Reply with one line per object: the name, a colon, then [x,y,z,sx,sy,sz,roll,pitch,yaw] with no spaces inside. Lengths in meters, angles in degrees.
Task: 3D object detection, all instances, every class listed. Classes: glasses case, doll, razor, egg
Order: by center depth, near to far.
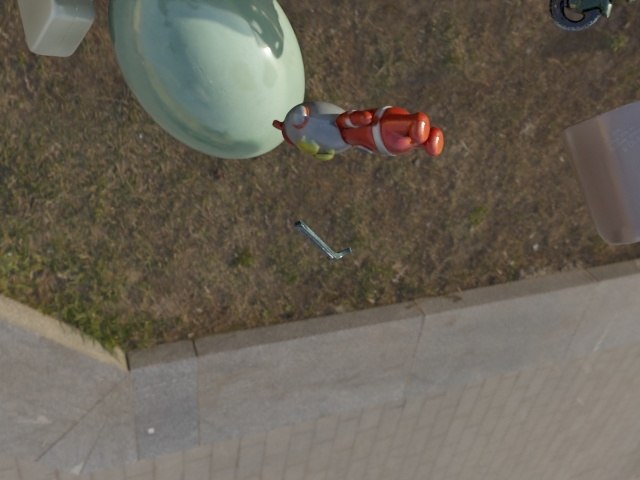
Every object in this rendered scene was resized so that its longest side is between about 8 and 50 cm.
doll: [0.036,-0.147,0.821,0.142,0.245,0.076,22,76,-60]
egg: [-0.176,-0.294,0.998,0.276,0.276,0.389,-37,137,4]
glasses case: [-0.454,-0.468,1.008,0.070,0.312,0.131,-6,165,-44]
razor: [0.001,0.005,1.362,0.066,0.033,0.190,-22,145,22]

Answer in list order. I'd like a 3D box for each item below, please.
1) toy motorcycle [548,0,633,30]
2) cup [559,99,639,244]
toy motorcycle: [0.412,-0.459,0.889,0.187,0.125,0.274,-10,97,25]
cup: [0.529,-0.117,0.960,0.253,0.191,0.200,-18,89,-9]
